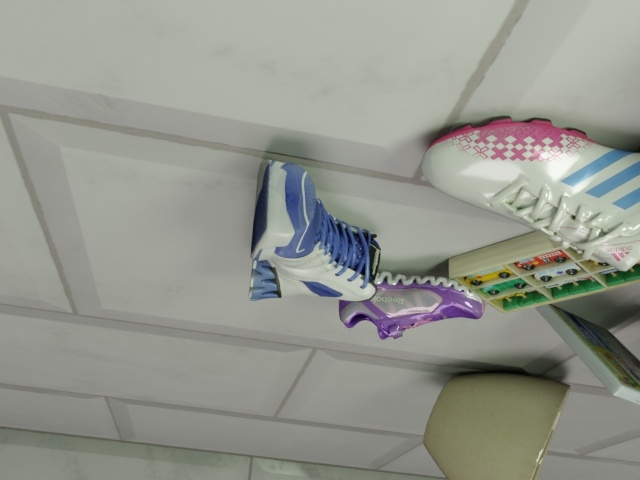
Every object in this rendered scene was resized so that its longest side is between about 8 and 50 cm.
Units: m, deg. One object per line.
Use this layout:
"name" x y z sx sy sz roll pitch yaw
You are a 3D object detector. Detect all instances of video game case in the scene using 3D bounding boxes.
"video game case" 0.472 0.193 1.067 0.193 0.212 0.023 23 112 -29

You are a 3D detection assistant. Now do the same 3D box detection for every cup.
"cup" 0.364 0.418 1.414 0.237 0.331 0.331 22 159 24

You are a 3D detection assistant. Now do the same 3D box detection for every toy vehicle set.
"toy vehicle set" 0.345 0.038 0.956 0.267 0.035 0.166 -21 142 39

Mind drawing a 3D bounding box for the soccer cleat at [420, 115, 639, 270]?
"soccer cleat" 0.275 -0.043 0.708 0.331 0.143 0.116 6 151 -1

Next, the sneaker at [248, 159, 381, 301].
"sneaker" 0.000 0.001 0.873 0.182 0.127 0.315 4 158 -5

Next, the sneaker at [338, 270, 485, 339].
"sneaker" 0.130 0.107 1.011 0.237 0.104 0.095 7 160 15
